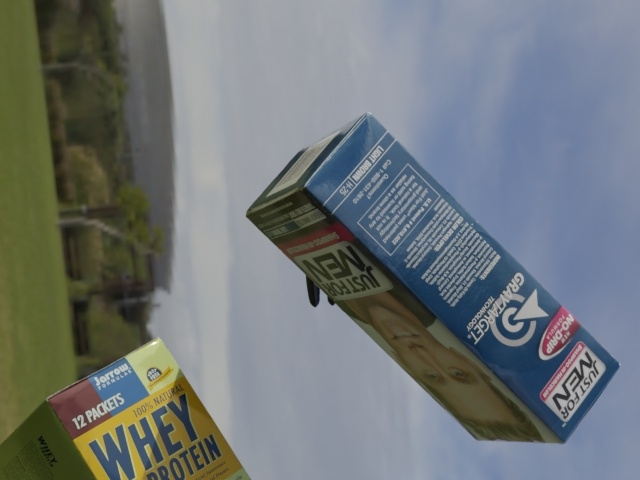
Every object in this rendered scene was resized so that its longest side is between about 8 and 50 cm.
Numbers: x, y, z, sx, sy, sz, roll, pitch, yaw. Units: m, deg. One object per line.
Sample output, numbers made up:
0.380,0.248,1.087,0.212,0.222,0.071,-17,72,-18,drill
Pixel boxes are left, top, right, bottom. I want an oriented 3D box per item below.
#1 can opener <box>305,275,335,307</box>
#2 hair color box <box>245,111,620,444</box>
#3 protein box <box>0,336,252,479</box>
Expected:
0.000,0.000,1.713,0.073,0.059,0.186,-86,167,-81,can opener
0.104,0.047,1.222,0.347,0.105,0.174,44,-20,-10,hair color box
-0.192,0.236,1.225,0.199,0.136,0.201,56,-38,6,protein box
